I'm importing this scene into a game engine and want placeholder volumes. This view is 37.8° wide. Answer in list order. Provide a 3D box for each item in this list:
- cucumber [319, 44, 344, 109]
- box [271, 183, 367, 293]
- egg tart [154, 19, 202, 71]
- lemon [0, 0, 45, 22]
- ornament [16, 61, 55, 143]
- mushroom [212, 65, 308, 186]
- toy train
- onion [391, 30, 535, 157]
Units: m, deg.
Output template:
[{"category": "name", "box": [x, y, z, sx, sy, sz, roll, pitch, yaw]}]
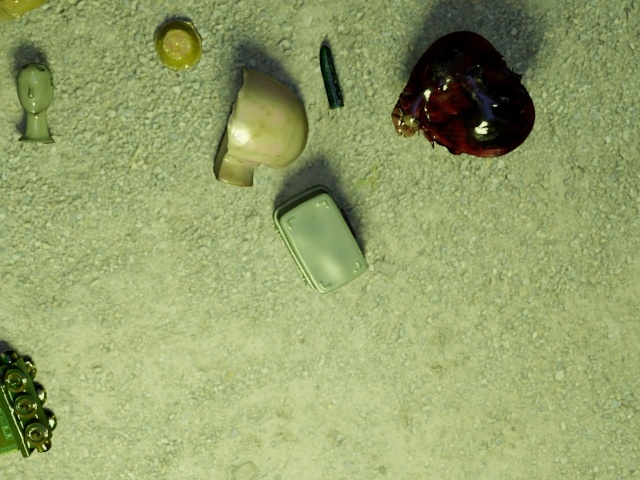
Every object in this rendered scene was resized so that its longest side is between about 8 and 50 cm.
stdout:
[{"category": "cucumber", "box": [0.020, -0.339, 1.934, 0.032, 0.032, 0.133, -14, 100, -5]}, {"category": "box", "box": [0.000, 0.000, 1.924, 0.147, 0.129, 0.210, -29, 100, -1]}, {"category": "egg tart", "box": [-0.288, -0.395, 1.887, 0.105, 0.039, 0.105, -1, 97, -5]}, {"category": "lemon", "box": [-0.629, -0.560, 1.675, 0.363, 0.364, 0.365, -1, 97, -7]}, {"category": "ornament", "box": [-0.564, -0.273, 1.849, 0.074, 0.081, 0.156, 3, 101, -3]}, {"category": "mushroom", "box": [-0.107, -0.212, 1.869, 0.173, 0.162, 0.236, 17, 97, -7]}, {"category": "toy train", "box": [-0.635, 0.341, 1.915, 0.137, 0.090, 0.226, -18, 99, 3]}, {"category": "onion", "box": [0.300, -0.278, 1.865, 0.280, 0.221, 0.281, 1, 65, -3]}]
